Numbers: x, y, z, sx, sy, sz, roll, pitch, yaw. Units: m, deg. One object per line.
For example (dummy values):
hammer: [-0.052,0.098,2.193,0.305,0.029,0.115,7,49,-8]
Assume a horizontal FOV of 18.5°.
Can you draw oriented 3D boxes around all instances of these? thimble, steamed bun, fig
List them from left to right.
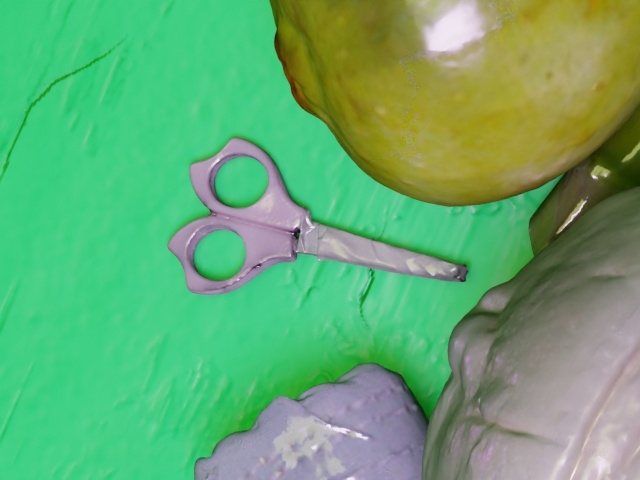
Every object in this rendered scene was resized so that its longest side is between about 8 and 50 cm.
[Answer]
thimble: [0.008,0.157,1.237,0.151,0.127,0.118,-31,74,12]
fig: [0.118,-0.179,1.182,0.326,0.258,0.258,-38,73,-7]
steamed bun: [0.200,0.095,1.065,0.236,0.247,0.383,43,80,-9]

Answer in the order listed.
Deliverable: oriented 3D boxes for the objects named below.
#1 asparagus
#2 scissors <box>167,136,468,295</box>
asparagus: [0.217,-0.079,1.229,0.278,0.067,0.060,-49,37,7]
scissors: [0.000,0.000,1.312,0.212,0.021,0.110,14,85,19]
